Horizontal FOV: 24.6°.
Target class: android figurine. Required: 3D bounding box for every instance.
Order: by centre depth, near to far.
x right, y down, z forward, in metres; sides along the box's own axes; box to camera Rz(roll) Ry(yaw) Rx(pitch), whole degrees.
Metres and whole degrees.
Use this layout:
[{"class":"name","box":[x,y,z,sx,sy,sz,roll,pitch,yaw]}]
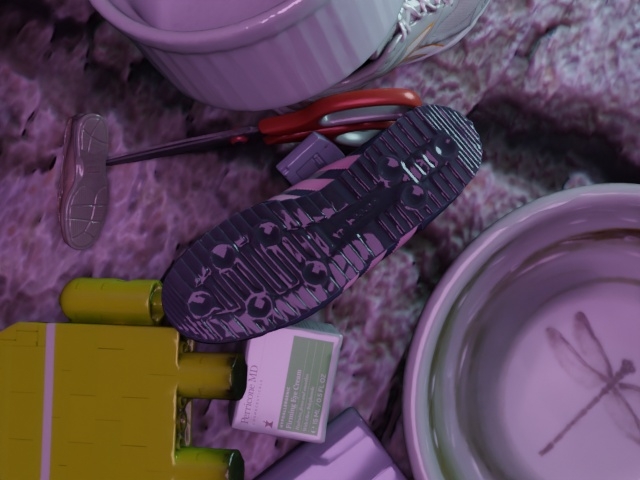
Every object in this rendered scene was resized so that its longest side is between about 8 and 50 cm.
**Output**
[{"class":"android figurine","box":[-0.198,0.157,1.300,0.272,0.056,0.248,-1,87,18]}]

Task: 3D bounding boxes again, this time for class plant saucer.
[{"class":"plant saucer","box":[0.266,0.148,1.376,0.400,0.100,0.401,0,90,-7]}]

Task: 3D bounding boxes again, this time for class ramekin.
[{"class":"ramekin","box":[-0.057,-0.244,1.259,0.277,0.135,0.277,-10,57,15]}]

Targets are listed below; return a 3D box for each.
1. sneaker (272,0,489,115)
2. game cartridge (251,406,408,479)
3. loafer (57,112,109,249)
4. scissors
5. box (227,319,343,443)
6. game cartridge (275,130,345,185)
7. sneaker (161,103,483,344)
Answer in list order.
[{"class":"sneaker","box":[0.065,-0.197,1.339,0.262,0.121,0.099,-36,95,-6]},{"class":"game cartridge","box":[0.040,0.331,1.374,0.198,0.062,0.297,-38,95,-10]},{"class":"loafer","box":[-0.220,-0.055,1.350,0.045,0.039,0.125,4,93,-40]},{"class":"scissors","box":[-0.058,-0.103,1.335,0.297,0.109,0.021,-4,73,-5]},{"class":"box","box":[-0.034,0.122,1.337,0.087,0.102,0.101,10,91,-5]},{"class":"game cartridge","box":[-0.003,-0.066,1.355,0.056,0.083,0.017,-39,56,2]},{"class":"sneaker","box":[0.000,0.000,1.308,0.319,0.131,0.112,-30,85,-15]}]
